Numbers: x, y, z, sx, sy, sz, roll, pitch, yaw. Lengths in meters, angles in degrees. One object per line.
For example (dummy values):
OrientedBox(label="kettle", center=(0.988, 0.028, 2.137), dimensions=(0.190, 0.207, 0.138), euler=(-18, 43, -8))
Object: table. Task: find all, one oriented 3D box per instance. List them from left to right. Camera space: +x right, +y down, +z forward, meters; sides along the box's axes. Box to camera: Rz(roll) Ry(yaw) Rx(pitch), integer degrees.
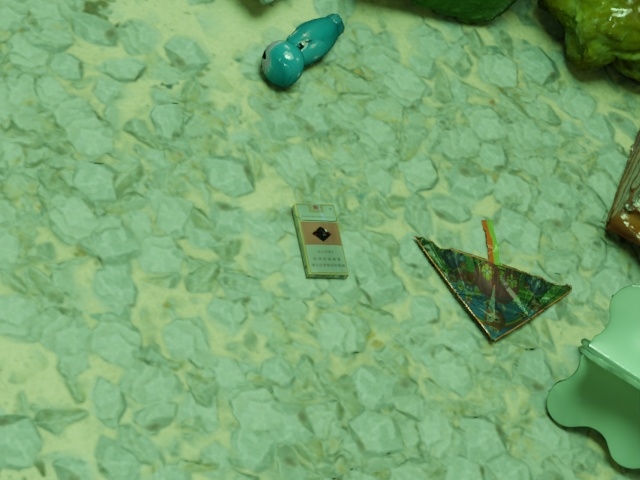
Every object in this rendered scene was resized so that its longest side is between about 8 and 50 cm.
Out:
OrientedBox(label="table", center=(0.345, 0.157, 1.673), dimensions=(0.198, 0.166, 0.166), euler=(34, 51, 8))

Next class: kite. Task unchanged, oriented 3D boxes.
OrientedBox(label="kite", center=(0.182, 0.042, 1.758), dimensions=(0.190, 0.010, 0.159), euler=(19, 51, -15))

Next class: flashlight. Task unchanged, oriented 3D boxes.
OrientedBox(label="flashlight", center=(-0.016, -0.208, 1.808), dimensions=(0.051, 0.051, 0.129), euler=(44, 46, 7))

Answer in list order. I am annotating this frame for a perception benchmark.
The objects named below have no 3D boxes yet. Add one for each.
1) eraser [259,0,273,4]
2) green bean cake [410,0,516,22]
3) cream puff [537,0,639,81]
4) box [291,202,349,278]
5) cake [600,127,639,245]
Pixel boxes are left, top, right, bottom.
OrientedBox(label="eraser", center=(0.003, -0.377, 1.902), dimensions=(0.352, 0.061, 0.089), euler=(-46, 113, -38))
OrientedBox(label="green bean cake", center=(0.176, -0.364, 1.851), dimensions=(0.222, 0.248, 0.125), euler=(15, 52, -41))
OrientedBox(label="cream puff", center=(0.368, -0.307, 1.955), dimensions=(0.244, 0.196, 0.244), euler=(11, 56, -16))
OrientedBox(label="box", center=(0.000, 0.000, 1.697), dimensions=(0.046, 0.012, 0.083), euler=(1, 60, -23))
OrientedBox(label="cake", center=(0.392, -0.084, 1.878), dimensions=(0.135, 0.098, 0.287), euler=(14, 58, -13))
